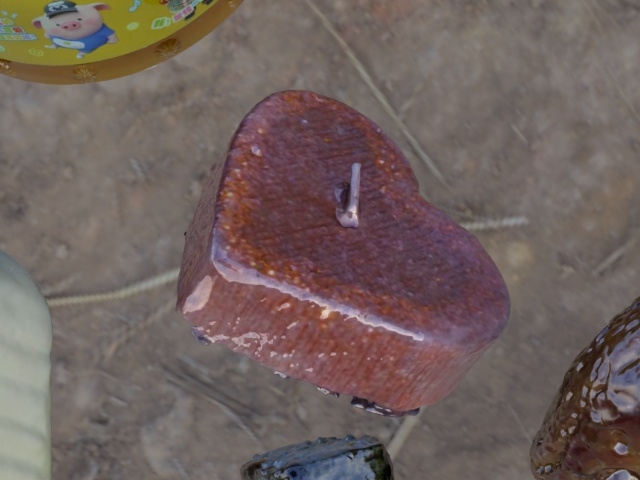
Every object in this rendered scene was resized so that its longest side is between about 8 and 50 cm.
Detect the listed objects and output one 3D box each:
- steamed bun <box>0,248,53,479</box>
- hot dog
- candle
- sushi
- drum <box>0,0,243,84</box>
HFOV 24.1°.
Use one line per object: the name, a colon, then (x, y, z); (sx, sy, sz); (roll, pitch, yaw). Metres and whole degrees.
steamed bun: (-0.291, 0.109, 0.695); (0.272, 0.290, 0.274); (1, 78, 28)
hot dog: (0.319, 0.162, 1.228); (0.266, 0.387, 0.174); (19, 63, 4)
candle: (0.000, 0.000, 1.304); (0.317, 0.287, 0.131); (53, 133, 26)
sushi: (0.003, 0.241, 1.324); (0.124, 0.225, 0.127); (-13, 85, -16)
drum: (-0.243, -0.375, 1.426); (0.431, 0.214, 0.431); (-4, 66, 8)
